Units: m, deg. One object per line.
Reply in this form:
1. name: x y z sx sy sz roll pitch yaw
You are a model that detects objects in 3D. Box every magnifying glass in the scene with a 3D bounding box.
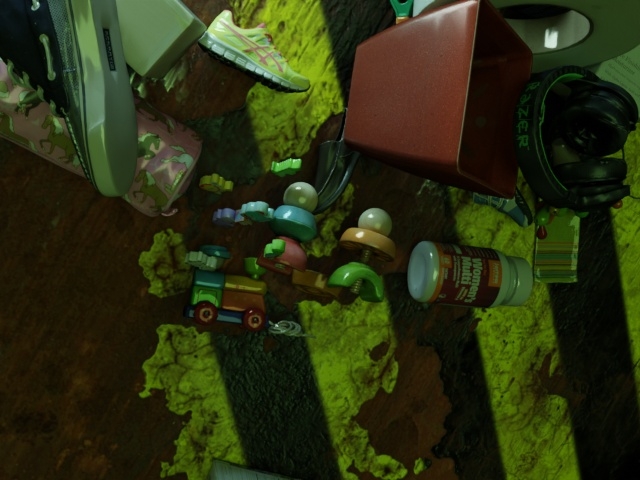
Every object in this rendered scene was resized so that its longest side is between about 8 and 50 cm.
1. magnifying glass: 0.153 -0.437 1.250 0.092 0.026 0.230 4 107 23

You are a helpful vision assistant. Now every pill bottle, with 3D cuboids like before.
1. pill bottle: 0.292 0.071 1.332 0.221 0.121 0.121 7 97 -15

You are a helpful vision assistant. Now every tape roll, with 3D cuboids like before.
1. tape roll: 0.349 -0.379 1.135 0.392 0.392 0.072 7 83 -15

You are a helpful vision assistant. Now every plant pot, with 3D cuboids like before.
1. plant pot: 0.192 -0.228 1.156 0.267 0.236 0.267 12 86 -55

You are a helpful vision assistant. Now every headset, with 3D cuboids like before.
1. headset: 0.510 -0.162 1.203 0.394 0.185 0.243 17 78 -33

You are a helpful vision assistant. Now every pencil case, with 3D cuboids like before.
1. pencil case: -0.380 -0.183 1.104 0.386 0.160 0.167 27 124 -17

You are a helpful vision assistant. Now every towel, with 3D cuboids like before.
1. towel: 0.498 -0.027 1.421 0.102 0.021 0.237 -2 99 -15

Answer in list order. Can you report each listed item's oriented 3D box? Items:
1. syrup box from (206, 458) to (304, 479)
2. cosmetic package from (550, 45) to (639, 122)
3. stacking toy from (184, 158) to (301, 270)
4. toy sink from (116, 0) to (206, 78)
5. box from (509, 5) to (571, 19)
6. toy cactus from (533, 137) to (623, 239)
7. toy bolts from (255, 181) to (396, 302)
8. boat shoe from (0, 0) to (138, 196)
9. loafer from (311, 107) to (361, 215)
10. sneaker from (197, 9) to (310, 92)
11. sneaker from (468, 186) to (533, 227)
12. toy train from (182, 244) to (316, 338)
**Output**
1. syrup box: -0.107 0.511 1.315 0.237 0.096 0.093 19 96 -17
2. cosmetic package: 0.576 -0.344 1.321 0.151 0.151 0.183 28 91 -18
3. stacking toy: -0.133 -0.045 1.142 0.052 0.221 0.166 30 60 -45
4. toy sink: -0.317 -0.379 1.076 0.234 0.153 0.131 44 97 -10
5. box: 0.395 -0.612 1.219 0.313 0.179 0.343 17 94 -17
6. toy cactus: 0.498 -0.113 1.337 0.219 0.112 0.180 -29 116 -4
7. toy bolts: 0.000 0.000 1.210 0.229 0.218 0.158 23 75 -26
8. boat shoe: -0.370 -0.228 0.984 0.158 0.127 0.340 -4 97 8
9. loafer: 0.024 -0.149 1.258 0.078 0.080 0.220 31 81 -13
10. sneaker: -0.103 -0.330 1.190 0.209 0.081 0.094 27 89 -16
11. sneaker: 0.343 -0.099 1.351 0.081 0.080 0.211 -40 107 18
12. toy train: -0.118 0.095 1.251 0.248 0.105 0.143 9 83 -15
